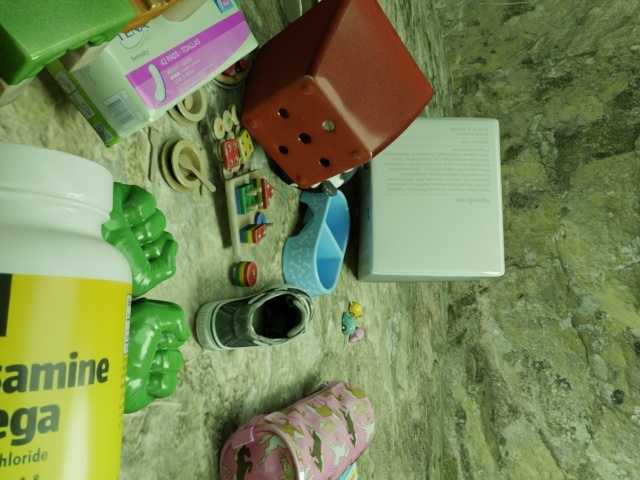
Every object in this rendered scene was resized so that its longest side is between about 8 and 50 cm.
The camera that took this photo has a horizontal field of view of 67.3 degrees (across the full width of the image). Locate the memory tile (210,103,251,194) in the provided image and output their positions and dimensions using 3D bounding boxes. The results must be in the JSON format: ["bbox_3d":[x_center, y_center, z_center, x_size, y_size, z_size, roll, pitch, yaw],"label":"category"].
[{"bbox_3d":[-0.152,-0.155,0.842,0.113,0.012,0.148,-66,153,-56],"label":"memory tile"}]

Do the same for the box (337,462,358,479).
[{"bbox_3d":[0.045,0.580,1.150,0.100,0.060,0.244,-24,108,-64],"label":"box"}]

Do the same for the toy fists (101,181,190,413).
[{"bbox_3d":[-0.231,0.069,0.582,0.142,0.096,0.279,-17,101,-66],"label":"toy fists"}]

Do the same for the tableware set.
[{"bbox_3d":[-0.202,-0.170,0.741,0.128,0.039,0.194,12,76,-64],"label":"tableware set"}]

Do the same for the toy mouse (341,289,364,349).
[{"bbox_3d":[0.093,0.242,1.333,0.143,0.031,0.161,-69,146,-42],"label":"toy mouse"}]

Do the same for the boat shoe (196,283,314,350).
[{"bbox_3d":[-0.077,0.146,0.874,0.335,0.119,0.121,-4,90,-65],"label":"boat shoe"}]

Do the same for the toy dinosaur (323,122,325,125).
[{"bbox_3d":[-0.027,-0.241,1.115,0.183,0.053,0.093,56,40,-48],"label":"toy dinosaur"}]

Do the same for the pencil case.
[{"bbox_3d":[-0.023,0.383,0.916,0.160,0.167,0.386,-64,156,8],"label":"pencil case"}]

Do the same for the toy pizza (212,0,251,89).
[{"bbox_3d":[-0.171,-0.370,0.843,0.201,0.032,0.201,-4,90,-65],"label":"toy pizza"}]

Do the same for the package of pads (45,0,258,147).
[{"bbox_3d":[-0.223,-0.288,0.593,0.229,0.101,0.296,58,36,-25],"label":"package of pads"}]

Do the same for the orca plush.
[{"bbox_3d":[-0.015,-0.161,1.097,0.151,0.102,0.287,55,37,-4],"label":"orca plush"}]

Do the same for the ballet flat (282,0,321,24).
[{"bbox_3d":[-0.033,-0.619,1.088,0.139,0.139,0.400,-15,101,-65],"label":"ballet flat"}]

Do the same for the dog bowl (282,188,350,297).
[{"bbox_3d":[0.000,0.000,1.116,0.166,0.074,0.297,60,36,-44],"label":"dog bowl"}]

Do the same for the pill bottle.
[{"bbox_3d":[-0.261,0.098,0.401,0.188,0.187,0.334,18,71,-64],"label":"pill bottle"}]

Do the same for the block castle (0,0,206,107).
[{"bbox_3d":[-0.241,-0.260,0.309,0.303,0.212,0.453,57,48,-20],"label":"block castle"}]

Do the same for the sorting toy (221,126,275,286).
[{"bbox_3d":[-0.117,-0.062,0.863,0.132,0.046,0.275,-47,136,-68],"label":"sorting toy"}]

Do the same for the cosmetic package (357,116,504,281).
[{"bbox_3d":[0.274,-0.090,1.300,0.329,0.327,0.394,101,-10,-82],"label":"cosmetic package"}]

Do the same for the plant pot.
[{"bbox_3d":[0.012,-0.256,0.889,0.267,0.267,0.236,47,46,-26],"label":"plant pot"}]
